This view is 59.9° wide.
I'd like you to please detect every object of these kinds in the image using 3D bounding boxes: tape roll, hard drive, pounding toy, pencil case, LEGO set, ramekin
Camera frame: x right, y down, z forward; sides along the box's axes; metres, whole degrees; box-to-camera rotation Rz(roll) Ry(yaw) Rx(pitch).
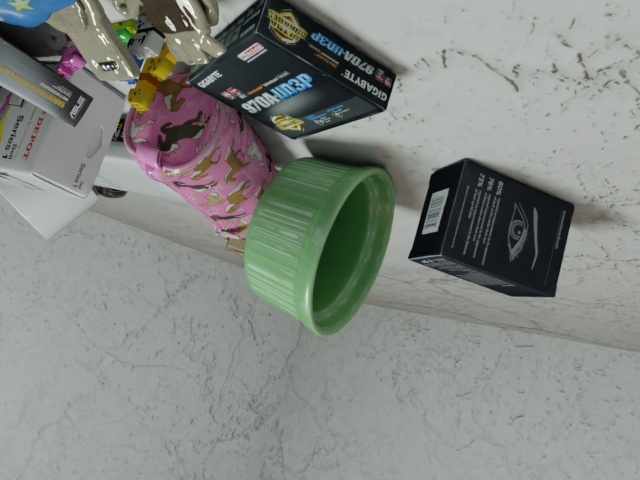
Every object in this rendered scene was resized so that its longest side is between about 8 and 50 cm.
[{"bbox_3d":[-0.726,-0.146,1.448,0.246,0.169,0.246,42,161,18],"label":"tape roll"},{"bbox_3d":[-0.433,-0.155,1.198,0.353,0.047,0.233,12,168,28],"label":"hard drive"},{"bbox_3d":[-0.220,-0.006,1.577,0.094,0.181,0.206,19,169,-10],"label":"pounding toy"},{"bbox_3d":[-0.172,-0.121,0.928,0.160,0.167,0.386,-12,162,6],"label":"pencil case"},{"bbox_3d":[-0.259,-0.228,0.740,0.227,0.093,0.087,8,166,38],"label":"LEGO set"},{"bbox_3d":[0.000,0.000,0.978,0.148,0.304,0.303,20,172,25],"label":"ramekin"}]

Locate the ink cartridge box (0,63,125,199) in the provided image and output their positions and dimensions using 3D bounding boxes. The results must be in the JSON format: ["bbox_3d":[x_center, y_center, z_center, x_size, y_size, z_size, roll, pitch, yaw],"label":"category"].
[{"bbox_3d":[-0.513,-0.200,0.990,0.278,0.202,0.117,11,168,29],"label":"ink cartridge box"}]

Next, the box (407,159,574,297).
[{"bbox_3d":[0.264,-0.011,0.861,0.207,0.153,0.108,21,169,-15],"label":"box"}]

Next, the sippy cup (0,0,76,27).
[{"bbox_3d":[-0.256,-0.251,0.333,0.224,0.240,0.305,13,-146,-47],"label":"sippy cup"}]

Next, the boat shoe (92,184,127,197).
[{"bbox_3d":[-0.568,-0.172,1.511,0.092,0.103,0.285,22,164,3],"label":"boat shoe"}]

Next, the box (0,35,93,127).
[{"bbox_3d":[-0.463,-0.263,0.801,0.231,0.056,0.183,33,-179,35],"label":"box"}]

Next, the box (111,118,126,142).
[{"bbox_3d":[-0.469,-0.214,1.238,0.216,0.060,0.270,20,169,-13],"label":"box"}]

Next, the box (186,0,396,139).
[{"bbox_3d":[-0.043,-0.196,0.676,0.175,0.051,0.220,23,168,-30],"label":"box"}]

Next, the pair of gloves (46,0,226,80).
[{"bbox_3d":[-0.215,-0.260,0.567,0.240,0.042,0.204,4,146,37],"label":"pair of gloves"}]
